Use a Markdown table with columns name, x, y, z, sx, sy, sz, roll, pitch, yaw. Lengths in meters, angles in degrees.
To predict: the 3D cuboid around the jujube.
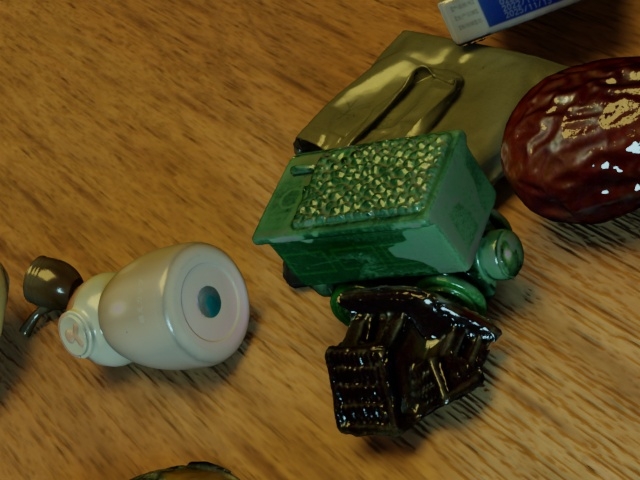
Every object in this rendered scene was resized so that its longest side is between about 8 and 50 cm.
| name | x | y | z | sx | sy | sz | roll | pitch | yaw |
| --- | --- | --- | --- | --- | --- | --- | --- | --- | --- |
| jujube | 0.307 | -0.109 | 1.799 | 0.243 | 0.183 | 0.183 | -16 | 38 | 40 |

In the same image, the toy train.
| name | x | y | z | sx | sy | sz | roll | pitch | yaw |
| --- | --- | --- | --- | --- | --- | --- | --- | --- | --- |
| toy train | 0.084 | -0.001 | 1.832 | 0.266 | 0.202 | 0.145 | -7 | 45 | 37 |

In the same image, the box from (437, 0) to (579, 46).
| name | x | y | z | sx | sy | sz | roll | pitch | yaw |
| --- | --- | --- | --- | --- | --- | --- | --- | --- | --- |
| box | 0.274 | -0.361 | 2.142 | 0.200 | 0.065 | 0.343 | -18 | 21 | 21 |

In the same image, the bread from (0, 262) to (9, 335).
| name | x | y | z | sx | sy | sz | roll | pitch | yaw |
| --- | --- | --- | --- | --- | --- | --- | --- | --- | --- |
| bread | -0.606 | 0.104 | 2.224 | 0.424 | 0.245 | 0.329 | -7 | 43 | 38 |

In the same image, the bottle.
| name | x | y | z | sx | sy | sz | roll | pitch | yaw |
| --- | --- | --- | --- | --- | --- | --- | --- | --- | --- |
| bottle | -0.213 | 0.088 | 2.025 | 0.236 | 0.147 | 0.147 | -11 | 41 | 41 |

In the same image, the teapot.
| name | x | y | z | sx | sy | sz | roll | pitch | yaw |
| --- | --- | --- | --- | --- | --- | --- | --- | --- | --- |
| teapot | -0.360 | 0.079 | 2.235 | 0.080 | 0.085 | 0.110 | 16 | 86 | 22 |

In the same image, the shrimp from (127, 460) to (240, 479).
| name | x | y | z | sx | sy | sz | roll | pitch | yaw |
| --- | --- | --- | --- | --- | --- | --- | --- | --- | --- |
| shrimp | -0.256 | 0.350 | 1.801 | 0.445 | 0.085 | 0.272 | -16 | 34 | 20 |

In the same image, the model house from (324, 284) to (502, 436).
| name | x | y | z | sx | sy | sz | roll | pitch | yaw |
| --- | --- | --- | --- | --- | --- | --- | --- | --- | --- |
| model house | 0.088 | 0.135 | 1.750 | 0.165 | 0.106 | 0.152 | -6 | 47 | 37 |

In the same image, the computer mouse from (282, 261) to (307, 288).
| name | x | y | z | sx | sy | sz | roll | pitch | yaw |
| --- | --- | --- | --- | --- | --- | --- | --- | --- | --- |
| computer mouse | 0.000 | 0.000 | 2.034 | 0.079 | 0.047 | 0.135 | 18 | 58 | 48 |

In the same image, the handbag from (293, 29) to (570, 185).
| name | x | y | z | sx | sy | sz | roll | pitch | yaw |
| --- | --- | --- | --- | --- | --- | --- | --- | --- | --- |
| handbag | 0.141 | -0.146 | 2.037 | 0.253 | 0.109 | 0.315 | -44 | 41 | -22 |
